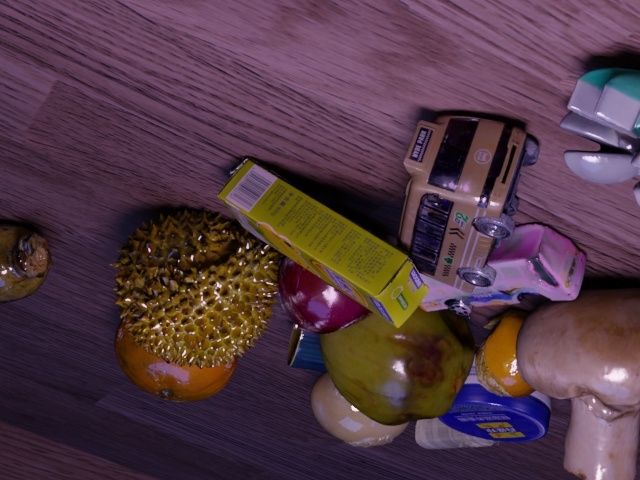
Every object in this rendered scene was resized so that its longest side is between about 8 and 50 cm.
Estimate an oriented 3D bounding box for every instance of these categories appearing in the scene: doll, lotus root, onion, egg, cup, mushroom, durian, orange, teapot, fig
[{"bbox_3d":[0.395,-0.100,1.435,0.258,0.153,0.195,20,-178,1],"label":"doll"},{"bbox_3d":[-0.561,0.043,2.283,0.278,0.154,0.154,-13,143,44],"label":"lotus root"},{"bbox_3d":[0.011,0.027,1.941,0.140,0.195,0.218,-30,89,48],"label":"onion"},{"bbox_3d":[0.080,0.315,2.461,0.202,0.164,0.164,18,155,-7],"label":"egg"},{"bbox_3d":[0.029,0.174,2.263,0.155,0.131,0.176,14,-176,-6],"label":"cup"},{"bbox_3d":[0.435,0.215,1.870,0.293,0.290,0.292,-1,-177,0],"label":"mushroom"},{"bbox_3d":[-0.195,0.074,2.041,0.293,0.258,0.258,0,151,20],"label":"durian"},{"bbox_3d":[0.317,0.183,2.079,0.156,0.156,0.134,-23,97,53],"label":"orange"},{"bbox_3d":[0.299,0.387,2.576,0.107,0.077,0.200,30,151,-35],"label":"teapot"},{"bbox_3d":[-0.281,0.217,2.451,0.240,0.171,0.240,14,155,7],"label":"orange"},{"bbox_3d":[0.114,0.175,2.088,0.271,0.239,0.239,32,164,29],"label":"fig"}]

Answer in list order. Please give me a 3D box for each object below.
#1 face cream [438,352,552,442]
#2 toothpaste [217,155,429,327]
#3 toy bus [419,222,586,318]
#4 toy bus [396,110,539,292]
[{"bbox_3d":[0.319,0.283,2.314,0.206,0.111,0.206,12,155,6],"label":"face cream"},{"bbox_3d":[0.000,0.000,1.810,0.327,0.077,0.110,32,166,31],"label":"toothpaste"},{"bbox_3d":[0.250,0.045,1.895,0.274,0.090,0.112,-9,139,40],"label":"toy bus"},{"bbox_3d":[0.184,-0.051,1.686,0.157,0.139,0.289,18,159,6],"label":"toy bus"}]
